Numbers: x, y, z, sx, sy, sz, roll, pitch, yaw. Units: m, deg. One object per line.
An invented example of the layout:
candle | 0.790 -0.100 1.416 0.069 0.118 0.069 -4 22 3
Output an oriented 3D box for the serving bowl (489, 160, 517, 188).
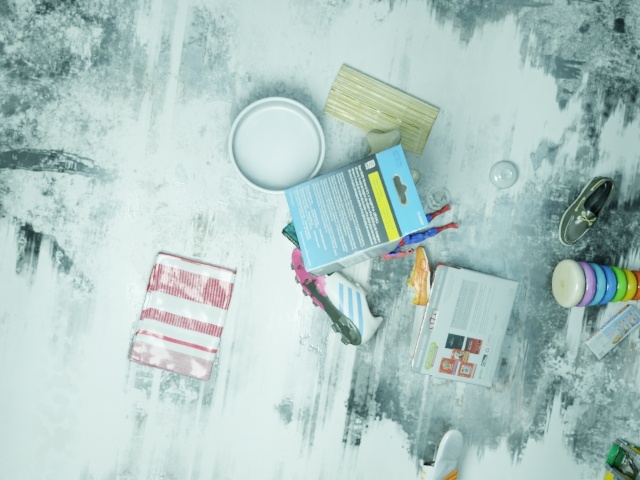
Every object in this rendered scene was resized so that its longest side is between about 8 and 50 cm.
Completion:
serving bowl | 0.537 -0.192 1.848 0.083 0.027 0.084 0 93 -5

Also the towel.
towel | -0.390 0.215 1.804 0.236 0.037 0.329 15 92 -5

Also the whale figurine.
whale figurine | 0.178 -0.171 1.781 0.216 0.141 0.272 -3 75 20

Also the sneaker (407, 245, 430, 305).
sneaker | 0.284 0.103 1.831 0.067 0.064 0.175 -2 91 6

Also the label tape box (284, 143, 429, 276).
label tape box | 0.098 -0.072 1.652 0.333 0.106 0.241 -20 72 13

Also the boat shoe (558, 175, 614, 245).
boat shoe | 0.774 -0.086 1.848 0.081 0.068 0.228 29 91 -5

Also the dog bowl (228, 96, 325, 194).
dog bowl | -0.121 -0.259 1.761 0.264 0.104 0.265 0 94 -4

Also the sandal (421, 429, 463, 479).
sandal | 0.350 0.657 1.857 0.101 0.076 0.266 7 105 -27

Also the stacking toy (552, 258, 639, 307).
stacking toy | 0.855 0.133 1.843 0.330 0.141 0.141 4 93 -9

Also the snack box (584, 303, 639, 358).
snack box | 0.878 0.273 1.899 0.178 0.022 0.064 -41 94 -1

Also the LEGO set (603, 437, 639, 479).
LEGO set | 0.949 0.751 1.844 0.254 0.192 0.331 30 91 -5

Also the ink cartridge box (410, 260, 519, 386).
ink cartridge box | 0.375 0.227 1.776 0.271 0.130 0.310 14 92 -21

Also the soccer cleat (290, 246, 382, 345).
soccer cleat | 0.046 0.143 1.805 0.143 0.116 0.331 -32 84 -35

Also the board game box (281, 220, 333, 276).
board game box | 0.000 0.000 1.767 0.186 0.026 0.126 43 57 13

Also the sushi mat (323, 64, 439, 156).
sushi mat | 0.174 -0.371 1.817 0.316 0.019 0.152 24 92 -4

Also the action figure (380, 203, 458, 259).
action figure | 0.255 -0.015 1.781 0.280 0.139 0.092 -24 92 -3
